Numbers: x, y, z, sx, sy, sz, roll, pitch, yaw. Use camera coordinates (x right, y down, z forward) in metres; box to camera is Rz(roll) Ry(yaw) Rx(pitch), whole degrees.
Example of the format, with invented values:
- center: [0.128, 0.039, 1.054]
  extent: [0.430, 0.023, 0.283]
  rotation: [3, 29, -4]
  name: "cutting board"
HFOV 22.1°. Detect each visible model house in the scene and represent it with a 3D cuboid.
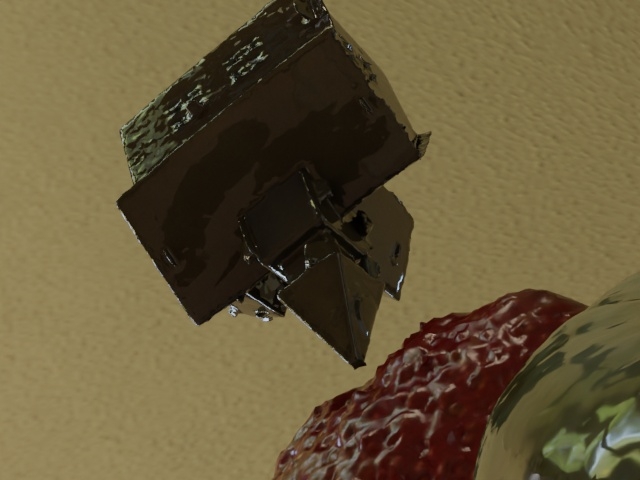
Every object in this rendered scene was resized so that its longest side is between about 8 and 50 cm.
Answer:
- center: [0.000, 0.000, 1.016]
  extent: [0.181, 0.176, 0.248]
  rotation: [-37, -138, 16]
  name: "model house"

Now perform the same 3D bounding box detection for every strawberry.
- center: [0.105, 0.152, 0.919]
  extent: [0.257, 0.257, 0.277]
  rotation: [37, -68, 18]
  name: "strawberry"

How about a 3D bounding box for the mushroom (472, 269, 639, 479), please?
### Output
- center: [0.217, 0.060, 0.484]
  extent: [0.352, 0.352, 0.260]
  rotation: [-6, -76, 22]
  name: "mushroom"
